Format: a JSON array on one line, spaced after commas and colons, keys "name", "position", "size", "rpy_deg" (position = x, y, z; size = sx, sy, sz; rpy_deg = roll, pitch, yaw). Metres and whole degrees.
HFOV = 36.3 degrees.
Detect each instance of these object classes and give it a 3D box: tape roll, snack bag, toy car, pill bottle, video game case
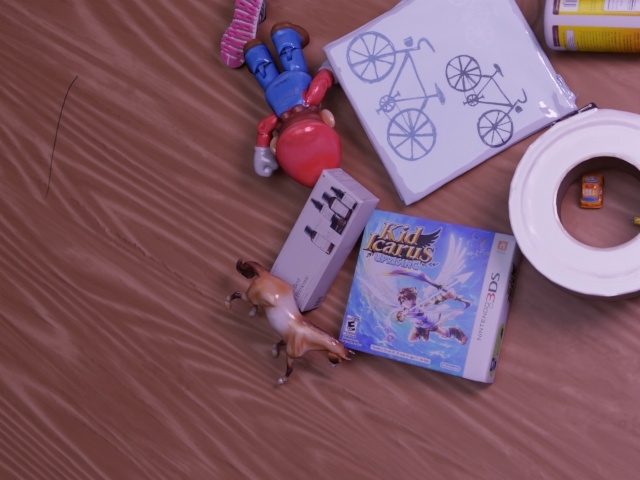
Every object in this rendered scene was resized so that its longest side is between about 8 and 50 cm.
[{"name": "tape roll", "position": [0.433, -0.052, 1.485], "size": [0.286, 0.100, 0.286], "rpy_deg": [-3, 81, 18]}, {"name": "snack bag", "position": [0.215, -0.279, 1.664], "size": [0.342, 0.037, 0.323], "rpy_deg": [-30, 83, 14]}, {"name": "toy car", "position": [0.466, -0.069, 1.548], "size": [0.122, 0.040, 0.060], "rpy_deg": [22, 91, 26]}, {"name": "pill bottle", "position": [0.472, -0.358, 1.549], "size": [0.215, 0.117, 0.117], "rpy_deg": [8, 85, 25]}, {"name": "video game case", "position": [0.183, 0.089, 1.639], "size": [0.269, 0.061, 0.244], "rpy_deg": [12, 86, 25]}]

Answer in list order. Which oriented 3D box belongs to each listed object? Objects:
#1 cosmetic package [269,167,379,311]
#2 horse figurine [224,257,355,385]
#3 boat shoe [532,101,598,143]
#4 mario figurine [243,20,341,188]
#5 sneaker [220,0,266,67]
[{"name": "cosmetic package", "position": [0.000, 0.000, 1.696], "size": [0.099, 0.060, 0.239], "rpy_deg": [41, 118, 26]}, {"name": "horse figurine", "position": [-0.073, 0.134, 1.699], "size": [0.263, 0.066, 0.174], "rpy_deg": [57, 139, 8]}, {"name": "boat shoe", "position": [0.399, -0.183, 1.592], "size": [0.125, 0.046, 0.038], "rpy_deg": [-28, 76, 14]}, {"name": "mario figurine", "position": [-0.037, -0.229, 1.777], "size": [0.198, 0.170, 0.320], "rpy_deg": [-51, 48, 48]}, {"name": "sneaker", "position": [-0.140, -0.412, 1.865], "size": [0.063, 0.075, 0.170], "rpy_deg": [22, 114, 8]}]
